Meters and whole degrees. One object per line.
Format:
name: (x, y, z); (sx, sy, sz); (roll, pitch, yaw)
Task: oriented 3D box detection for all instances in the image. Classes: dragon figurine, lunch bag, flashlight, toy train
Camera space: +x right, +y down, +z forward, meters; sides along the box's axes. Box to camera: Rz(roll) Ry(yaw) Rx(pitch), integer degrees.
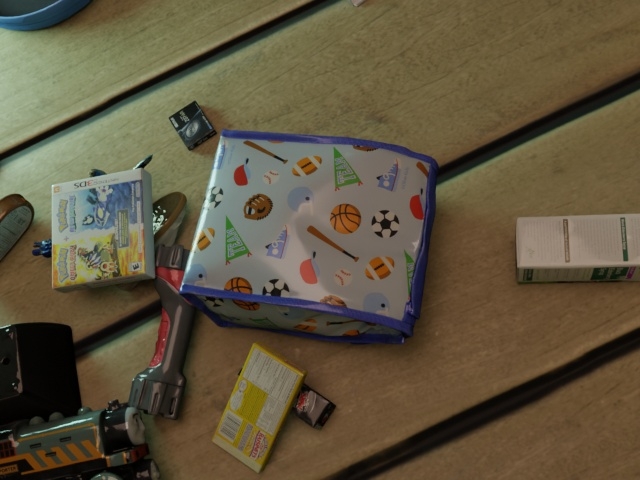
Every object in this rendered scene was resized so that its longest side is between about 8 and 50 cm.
dragon figurine: (-0.423, -0.053, 1.716); (0.289, 0.085, 0.144); (-22, 71, 7)
lunch bag: (0.000, 0.000, 1.542); (0.385, 0.239, 0.328); (3, 70, 19)
flashlight: (-0.281, 0.162, 1.614); (0.103, 0.103, 0.304); (19, 76, -26)
toy train: (-0.444, 0.389, 1.524); (0.333, 0.142, 0.190); (-14, 85, 6)

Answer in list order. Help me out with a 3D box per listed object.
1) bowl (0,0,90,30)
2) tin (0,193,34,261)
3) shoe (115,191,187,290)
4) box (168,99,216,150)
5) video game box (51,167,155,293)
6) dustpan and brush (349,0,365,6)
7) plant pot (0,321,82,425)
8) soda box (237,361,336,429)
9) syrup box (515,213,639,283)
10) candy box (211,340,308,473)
bowl: (-0.635, -0.637, 1.965); (0.391, 0.077, 0.391); (-3, 70, 10)
tin: (-0.632, -0.007, 1.731); (0.040, 0.106, 0.190); (35, 81, 19)
shoe: (-0.324, 0.002, 1.701); (0.076, 0.058, 0.219); (25, 73, 38)
box: (-0.256, -0.230, 1.782); (0.067, 0.018, 0.083); (-33, 69, -2)
video game box: (-0.399, -0.019, 1.629); (0.187, 0.048, 0.205); (-11, 72, 14)
dustpan and brush: (0.058, -0.599, 1.827); (0.147, 0.060, 0.211); (-39, 69, -4)
plant pot: (-0.557, 0.243, 1.599); (0.188, 0.167, 0.188); (-16, 70, 4)
soda box: (-0.058, 0.260, 1.553); (0.169, 0.060, 0.053); (31, 84, 19)
syrup box: (0.454, 0.015, 1.522); (0.236, 0.093, 0.096); (0, 71, 10)
candy box: (-0.106, 0.285, 1.522); (0.105, 0.027, 0.206); (29, 108, 17)
